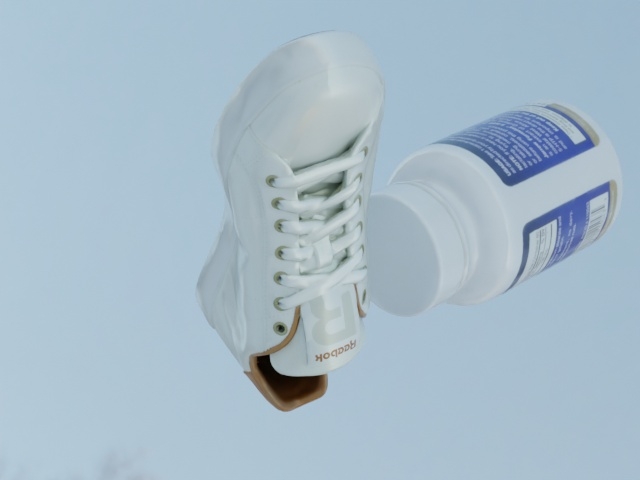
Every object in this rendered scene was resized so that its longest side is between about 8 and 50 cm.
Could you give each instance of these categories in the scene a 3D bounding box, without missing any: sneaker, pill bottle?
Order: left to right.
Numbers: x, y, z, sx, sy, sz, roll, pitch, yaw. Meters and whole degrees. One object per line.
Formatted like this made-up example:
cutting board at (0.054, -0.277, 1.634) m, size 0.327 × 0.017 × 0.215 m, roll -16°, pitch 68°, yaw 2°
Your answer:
sneaker at (0.000, 0.000, 1.008) m, size 0.123 × 0.106 × 0.290 m, roll 60°, pitch -23°, yaw 27°
pill bottle at (0.107, -0.019, 1.144) m, size 0.112 × 0.186 × 0.112 m, roll 21°, pitch -58°, yaw 38°
